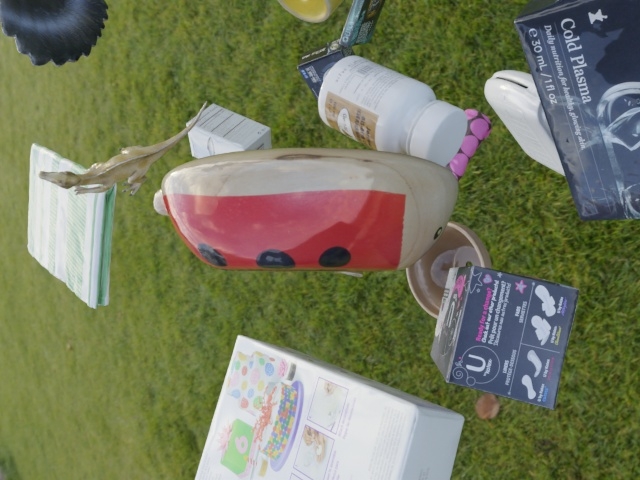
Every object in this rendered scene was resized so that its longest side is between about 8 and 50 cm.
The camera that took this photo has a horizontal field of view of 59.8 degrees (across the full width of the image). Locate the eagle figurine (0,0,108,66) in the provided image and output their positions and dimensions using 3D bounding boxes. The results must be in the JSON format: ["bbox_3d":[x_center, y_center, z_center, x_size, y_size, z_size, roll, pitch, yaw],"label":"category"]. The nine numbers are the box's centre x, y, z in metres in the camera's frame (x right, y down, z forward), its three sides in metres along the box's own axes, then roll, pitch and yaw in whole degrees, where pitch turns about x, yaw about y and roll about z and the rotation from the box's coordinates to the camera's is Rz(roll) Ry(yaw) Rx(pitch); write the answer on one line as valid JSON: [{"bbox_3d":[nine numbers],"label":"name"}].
[{"bbox_3d":[-0.365,-0.363,0.620,0.226,0.225,0.298,23,108,38],"label":"eagle figurine"}]

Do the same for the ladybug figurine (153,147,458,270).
[{"bbox_3d":[-0.021,-0.035,0.830,0.305,0.449,0.162,76,-166,-84],"label":"ladybug figurine"}]

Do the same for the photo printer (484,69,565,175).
[{"bbox_3d":[0.574,-0.315,1.460,0.107,0.307,0.256,-45,31,8],"label":"photo printer"}]

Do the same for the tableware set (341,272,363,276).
[{"bbox_3d":[0.000,0.000,1.069,0.194,0.039,0.128,11,136,9],"label":"tableware set"}]

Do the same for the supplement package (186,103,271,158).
[{"bbox_3d":[-0.221,-0.241,1.364,0.179,0.105,0.105,26,143,21],"label":"supplement package"}]

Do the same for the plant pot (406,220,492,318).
[{"bbox_3d":[0.326,0.067,1.324,0.237,0.110,0.237,16,110,51],"label":"plant pot"}]

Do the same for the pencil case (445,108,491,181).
[{"bbox_3d":[0.319,-0.200,1.300,0.095,0.098,0.209,27,75,29],"label":"pencil case"}]

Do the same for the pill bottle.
[{"bbox_3d":[0.117,-0.208,0.917,0.229,0.131,0.131,35,122,33],"label":"pill bottle"}]

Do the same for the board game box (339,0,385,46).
[{"bbox_3d":[0.107,-0.520,1.214,0.026,0.126,0.186,32,124,14],"label":"board game box"}]

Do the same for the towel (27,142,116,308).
[{"bbox_3d":[-0.484,-0.036,1.066,0.325,0.038,0.248,22,110,41],"label":"towel"}]

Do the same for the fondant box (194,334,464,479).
[{"bbox_3d":[-0.012,0.273,0.680,0.330,0.096,0.238,9,80,47],"label":"fondant box"}]

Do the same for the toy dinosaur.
[{"bbox_3d":[-0.198,-0.082,0.591,0.092,0.183,0.053,-10,108,63],"label":"toy dinosaur"}]

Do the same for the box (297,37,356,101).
[{"bbox_3d":[0.043,-0.475,1.619,0.147,0.077,0.180,-10,135,30],"label":"box"}]

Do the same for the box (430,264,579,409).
[{"bbox_3d":[0.252,0.125,0.816,0.142,0.247,0.163,12,88,6],"label":"box"}]

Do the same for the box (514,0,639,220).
[{"bbox_3d":[0.693,-0.310,1.022,0.472,0.297,0.480,-3,127,46],"label":"box"}]

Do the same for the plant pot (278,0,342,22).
[{"bbox_3d":[0.001,-0.692,1.381,0.254,0.254,0.239,14,72,44],"label":"plant pot"}]
